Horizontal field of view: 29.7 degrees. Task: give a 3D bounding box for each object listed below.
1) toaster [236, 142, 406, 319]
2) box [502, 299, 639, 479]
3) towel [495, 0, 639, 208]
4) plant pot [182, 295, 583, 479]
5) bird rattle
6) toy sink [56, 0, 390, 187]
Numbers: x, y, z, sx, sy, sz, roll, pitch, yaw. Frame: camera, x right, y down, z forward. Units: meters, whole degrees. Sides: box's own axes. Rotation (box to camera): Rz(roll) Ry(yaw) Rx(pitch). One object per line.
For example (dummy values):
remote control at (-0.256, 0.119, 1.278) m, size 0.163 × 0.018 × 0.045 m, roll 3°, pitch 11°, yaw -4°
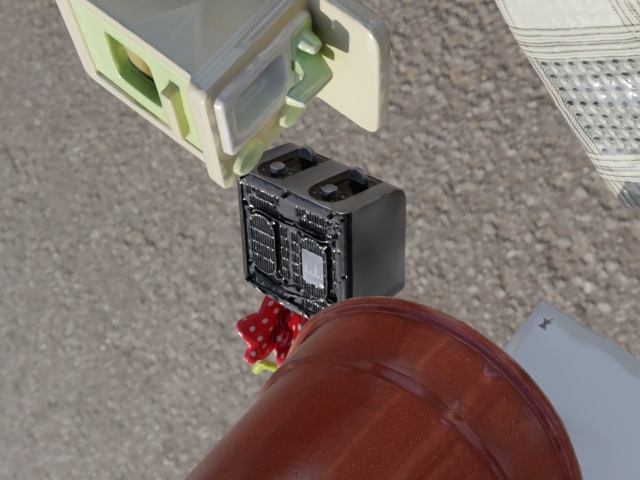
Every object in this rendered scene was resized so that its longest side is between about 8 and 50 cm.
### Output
toaster at (0.000, 0.000, 1.313) m, size 0.168 × 0.110 × 0.186 m, roll 25°, pitch 131°, yaw 37°
box at (0.317, 0.247, 1.365) m, size 0.215 × 0.168 × 0.345 m, roll 35°, pitch 171°, yaw 33°
towel at (0.318, -0.114, 1.041) m, size 0.324 × 0.056 × 0.312 m, roll 14°, pitch 148°, yaw 54°
plant pot at (0.006, 0.219, 0.856) m, size 0.272 × 0.265 × 0.272 m, roll 20°, pitch 127°, yaw 29°
bird rattle at (-0.044, 0.110, 1.729) m, size 0.143 × 0.207 × 0.253 m, roll 7°, pitch 153°, yaw 19°
toy sink at (-0.077, -0.143, 0.929) m, size 0.234 × 0.131 × 0.153 m, roll 37°, pitch 163°, yaw 16°
